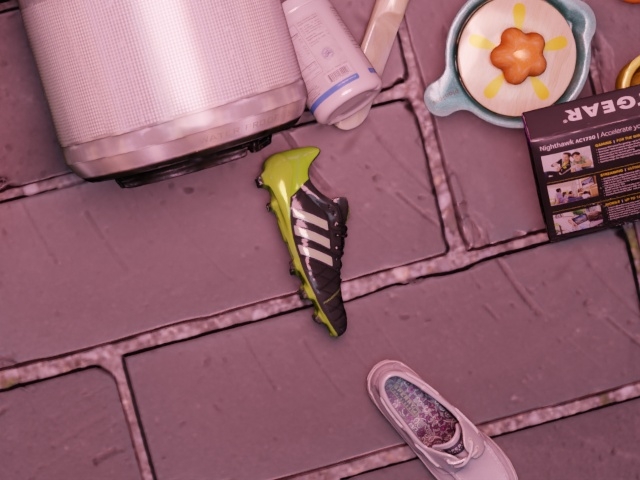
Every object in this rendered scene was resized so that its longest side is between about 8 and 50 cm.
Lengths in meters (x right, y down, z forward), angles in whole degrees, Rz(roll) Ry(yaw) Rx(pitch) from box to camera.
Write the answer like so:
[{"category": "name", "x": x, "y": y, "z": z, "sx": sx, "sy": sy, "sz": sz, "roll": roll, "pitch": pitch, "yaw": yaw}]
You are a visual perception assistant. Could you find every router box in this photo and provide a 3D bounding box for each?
[{"category": "router box", "x": 0.282, "y": -0.077, "z": 1.784, "sx": 0.179, "sy": 0.046, "sz": 0.133, "roll": -13, "pitch": 135, "yaw": 4}]

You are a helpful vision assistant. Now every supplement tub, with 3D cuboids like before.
[{"category": "supplement tub", "x": 0.001, "y": -0.164, "z": 1.767, "sx": 0.071, "sy": 0.071, "sz": 0.107, "roll": -31, "pitch": 78, "yaw": -3}]

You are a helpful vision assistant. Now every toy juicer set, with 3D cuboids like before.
[{"category": "toy juicer set", "x": 0.176, "y": -0.206, "z": 1.786, "sx": 0.329, "sy": 0.089, "sz": 0.209, "roll": -2, "pitch": 96, "yaw": -6}]

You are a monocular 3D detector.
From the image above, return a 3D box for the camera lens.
[{"category": "camera lens", "x": -0.144, "y": -0.195, "z": 1.686, "sx": 0.219, "sy": 0.219, "sz": 0.274, "roll": -17, "pitch": 97, "yaw": -5}]

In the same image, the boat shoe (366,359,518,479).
[{"category": "boat shoe", "x": 0.118, "y": 0.183, "z": 1.828, "sx": 0.066, "sy": 0.063, "sz": 0.184, "roll": -39, "pitch": 98, "yaw": -2}]

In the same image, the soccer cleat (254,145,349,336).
[{"category": "soccer cleat", "x": 0.000, "y": 0.000, "z": 1.802, "sx": 0.072, "sy": 0.060, "sz": 0.179, "roll": -21, "pitch": 94, "yaw": -5}]
